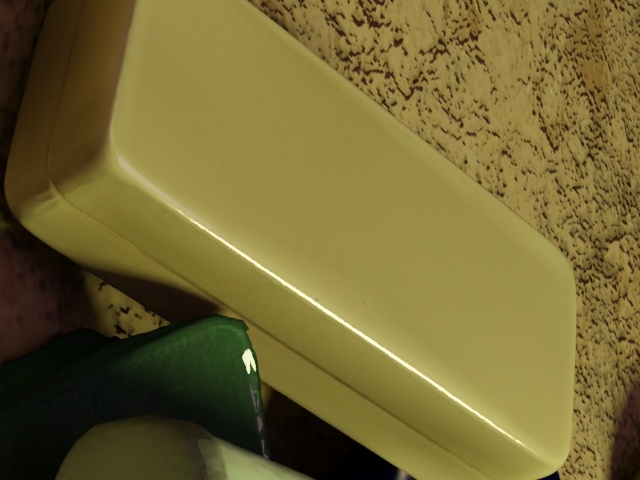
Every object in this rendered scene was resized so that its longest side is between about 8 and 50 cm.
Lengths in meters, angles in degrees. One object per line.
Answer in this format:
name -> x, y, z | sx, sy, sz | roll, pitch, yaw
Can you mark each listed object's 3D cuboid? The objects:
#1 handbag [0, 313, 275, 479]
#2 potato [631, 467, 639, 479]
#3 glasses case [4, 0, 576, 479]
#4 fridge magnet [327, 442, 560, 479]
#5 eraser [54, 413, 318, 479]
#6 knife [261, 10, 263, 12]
handbag -> -0.099, 0.210, 0.843 | 0.238, 0.089, 0.326 | -25, 109, -57
potato -> 0.304, 0.251, 1.460 | 0.154, 0.137, 0.200 | -134, -147, -81
glasses case -> 0.000, 0.000, 0.951 | 0.336, 0.076, 0.144 | 36, 47, -34
fridge magnet -> 0.075, 0.210, 1.101 | 0.265, 0.113, 0.265 | 11, 77, -57
eraser -> -0.007, 0.199, 0.813 | 0.290, 0.104, 0.189 | 32, 58, -53
knife -> -0.066, -0.124, 1.001 | 0.121, 0.018, 0.031 | 7, 82, -60
